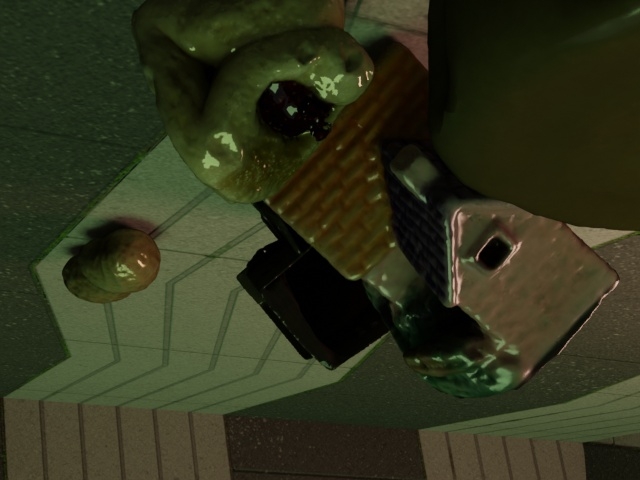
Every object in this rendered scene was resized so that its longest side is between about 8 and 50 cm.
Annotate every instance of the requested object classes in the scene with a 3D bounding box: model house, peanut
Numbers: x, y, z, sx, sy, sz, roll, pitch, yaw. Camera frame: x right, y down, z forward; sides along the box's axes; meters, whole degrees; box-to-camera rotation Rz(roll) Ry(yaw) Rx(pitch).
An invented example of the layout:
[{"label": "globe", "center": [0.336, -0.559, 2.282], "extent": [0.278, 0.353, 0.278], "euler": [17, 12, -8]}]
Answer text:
[{"label": "model house", "center": [0.088, -0.013, 0.800], "extent": [0.202, 0.237, 0.237], "euler": [-43, 121, 11]}, {"label": "peanut", "center": [-0.300, 0.039, 1.286], "extent": [0.104, 0.086, 0.228], "euler": [22, 155, -25]}, {"label": "model house", "center": [0.000, 0.000, 1.059], "extent": [0.204, 0.211, 0.243], "euler": [53, 174, -15]}]

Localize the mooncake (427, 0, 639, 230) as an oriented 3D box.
[{"label": "mooncake", "center": [0.247, -0.148, 0.545], "extent": [0.378, 0.201, 0.378], "euler": [1, 162, 0]}]

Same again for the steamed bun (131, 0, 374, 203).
[{"label": "steamed bun", "center": [-0.041, -0.134, 0.710], "extent": [0.155, 0.172, 0.141], "euler": [-25, 163, 16]}]
